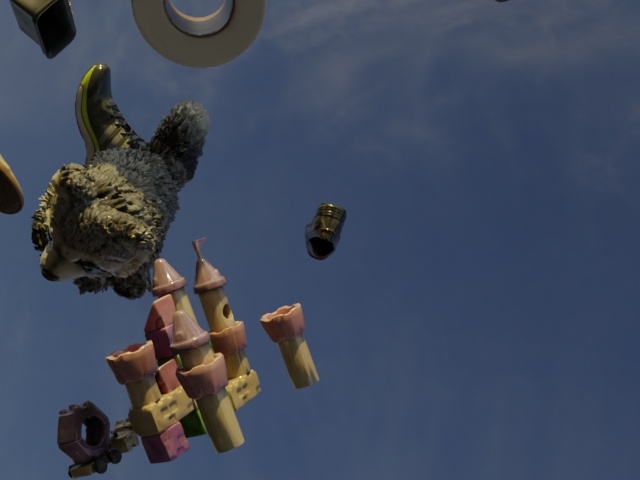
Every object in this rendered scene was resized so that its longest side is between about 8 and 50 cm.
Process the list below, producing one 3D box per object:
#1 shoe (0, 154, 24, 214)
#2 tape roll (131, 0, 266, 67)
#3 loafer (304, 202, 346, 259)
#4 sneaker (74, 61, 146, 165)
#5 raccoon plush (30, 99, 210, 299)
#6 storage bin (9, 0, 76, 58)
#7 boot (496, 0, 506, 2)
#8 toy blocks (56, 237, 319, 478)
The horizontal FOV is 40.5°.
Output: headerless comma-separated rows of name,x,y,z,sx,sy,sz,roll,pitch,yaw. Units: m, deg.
shoe,-0.554,-0.137,1.428,0.077,0.058,0.219,-14,-53,17
tape roll,-0.230,-0.464,1.637,0.169,0.246,0.246,-110,-148,-63
loafer,0.000,0.000,1.417,0.062,0.061,0.170,16,-24,2
sneaker,-0.411,-0.210,1.756,0.121,0.111,0.299,-1,-71,9
raccoon plush,-0.292,-0.112,1.316,0.299,0.216,0.446,137,-27,-61
storage bin,-0.540,-0.439,1.686,0.091,0.098,0.135,36,-22,9
boot,0.190,-0.393,1.155,0.152,0.197,0.073,51,-56,29
toy blocks,-0.215,0.153,1.259,0.309,0.289,0.260,-17,-85,29
